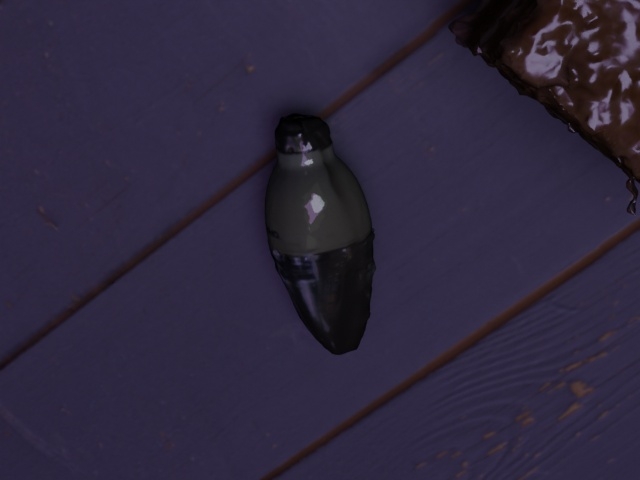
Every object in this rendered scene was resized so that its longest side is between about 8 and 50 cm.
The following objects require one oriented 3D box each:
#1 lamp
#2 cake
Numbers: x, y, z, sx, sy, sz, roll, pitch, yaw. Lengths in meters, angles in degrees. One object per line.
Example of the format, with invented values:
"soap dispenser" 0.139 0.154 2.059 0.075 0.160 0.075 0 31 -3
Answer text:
"lamp" 0.000 0.000 0.944 0.101 0.101 0.250 -7 115 4
"cake" 0.281 -0.181 0.765 0.255 0.290 0.282 37 107 -13
